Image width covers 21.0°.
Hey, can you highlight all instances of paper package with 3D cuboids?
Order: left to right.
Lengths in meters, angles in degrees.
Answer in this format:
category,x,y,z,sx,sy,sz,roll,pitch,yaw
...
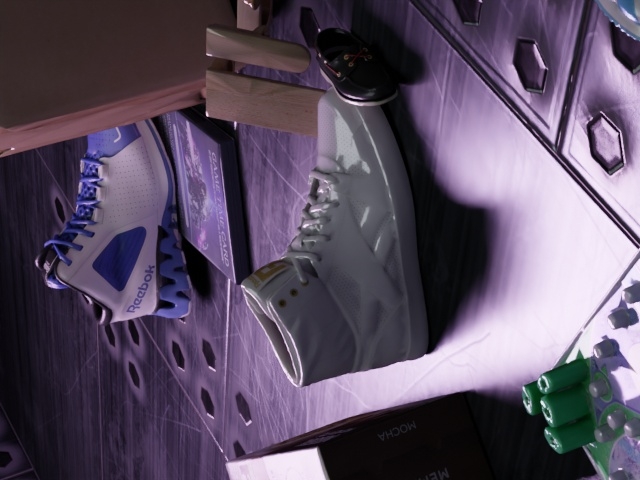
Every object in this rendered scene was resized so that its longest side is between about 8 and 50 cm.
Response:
category,x,y,z,sx,sy,sz,roll,pitch,yaw
paper package,-0.279,-0.290,1.927,0.168,0.309,0.324,150,102,-71

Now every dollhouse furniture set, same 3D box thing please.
category,x,y,z,sx,sy,sz,roll,pitch,yaw
dollhouse furniture set,-0.034,-0.215,1.755,0.151,0.123,0.144,-66,-15,-48

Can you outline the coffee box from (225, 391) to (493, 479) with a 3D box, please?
category,x,y,z,sx,sy,sz,roll,pitch,yaw
coffee box,0.036,0.248,1.780,0.297,0.168,0.119,-27,81,68

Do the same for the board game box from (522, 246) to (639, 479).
category,x,y,z,sx,sy,sz,roll,pitch,yaw
board game box,0.306,0.186,1.263,0.390,0.050,0.390,62,155,22

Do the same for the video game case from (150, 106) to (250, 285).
category,x,y,z,sx,sy,sz,roll,pitch,yaw
video game case,-0.166,-0.083,2.193,0.274,0.026,0.196,38,139,53

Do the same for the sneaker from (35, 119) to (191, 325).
category,x,y,z,sx,sy,sz,roll,pitch,yaw
sneaker,-0.284,-0.020,2.240,0.127,0.182,0.315,23,128,60

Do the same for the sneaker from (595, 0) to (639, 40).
category,x,y,z,sx,sy,sz,roll,pitch,yaw
sneaker,0.219,-0.202,1.133,0.228,0.087,0.092,52,148,37

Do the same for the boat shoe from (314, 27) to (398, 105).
category,x,y,z,sx,sy,sz,roll,pitch,yaw
boat shoe,0.031,-0.165,1.642,0.133,0.049,0.042,47,155,54

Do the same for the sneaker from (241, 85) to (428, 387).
category,x,y,z,sx,sy,sz,roll,pitch,yaw
sneaker,0.000,0.000,1.682,0.108,0.169,0.292,16,120,66
